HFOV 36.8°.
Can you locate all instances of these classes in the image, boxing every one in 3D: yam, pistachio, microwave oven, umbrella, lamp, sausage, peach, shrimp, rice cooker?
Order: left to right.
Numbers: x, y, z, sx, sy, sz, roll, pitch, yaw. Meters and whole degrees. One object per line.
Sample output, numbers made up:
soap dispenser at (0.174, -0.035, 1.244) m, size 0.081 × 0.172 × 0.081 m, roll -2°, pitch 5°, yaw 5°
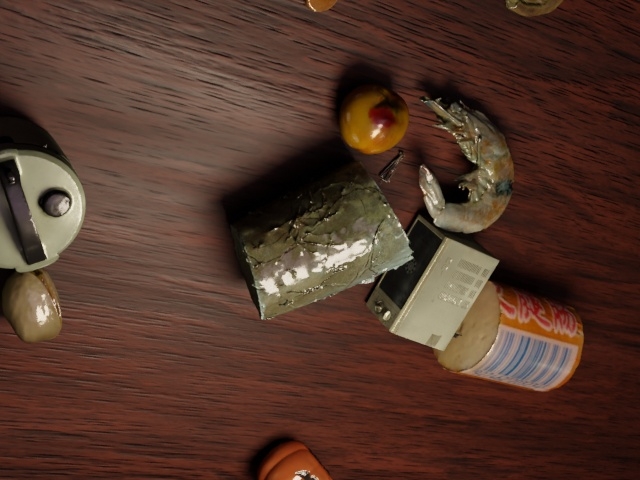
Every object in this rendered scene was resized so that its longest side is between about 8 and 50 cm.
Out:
rice cooker at (-0.508, -0.075, 1.581) m, size 0.226 × 0.244 × 0.226 m, roll -14°, pitch 121°, yaw -25°
pistachio at (-0.525, 0.114, 1.755) m, size 0.113 × 0.113 × 0.149 m, roll -13°, pitch 122°, yaw -20°
lamp at (-0.061, 0.553, 2.177) m, size 0.164 × 0.188 × 0.187 m, roll -38°, pitch 126°, yaw -9°
yam at (0.000, 0.000, 1.902) m, size 0.348 × 0.241 × 0.241 m, roll -25°, pitch 124°, yaw -11°
peach at (0.100, -0.234, 1.878) m, size 0.138 × 0.138 × 0.138 m, roll -12°, pitch 120°, yaw -21°
umbrella at (0.150, -0.149, 2.013) m, size 0.031 × 0.020 × 0.083 m, roll 30°, pitch 94°, yaw -36°
microwave oven at (0.247, 0.093, 2.112) m, size 0.194 × 0.145 × 0.240 m, roll 21°, pitch 105°, yaw -34°
shrimp at (0.291, -0.159, 2.015) m, size 0.247 × 0.085 × 0.360 m, roll -48°, pitch 126°, yaw -15°
sausage at (0.430, 0.218, 2.220) m, size 0.287 × 0.233 × 0.233 m, roll 16°, pitch 107°, yaw -32°

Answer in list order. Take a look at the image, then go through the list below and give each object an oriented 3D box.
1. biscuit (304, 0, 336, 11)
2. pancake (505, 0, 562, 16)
biscuit at (0.015, -0.546, 1.723) m, size 0.165 × 0.036 × 0.250 m, roll -27°, pitch 128°, yaw -12°
pancake at (0.442, -0.565, 1.934) m, size 0.212 × 0.029 × 0.235 m, roll -39°, pitch 128°, yaw -5°
